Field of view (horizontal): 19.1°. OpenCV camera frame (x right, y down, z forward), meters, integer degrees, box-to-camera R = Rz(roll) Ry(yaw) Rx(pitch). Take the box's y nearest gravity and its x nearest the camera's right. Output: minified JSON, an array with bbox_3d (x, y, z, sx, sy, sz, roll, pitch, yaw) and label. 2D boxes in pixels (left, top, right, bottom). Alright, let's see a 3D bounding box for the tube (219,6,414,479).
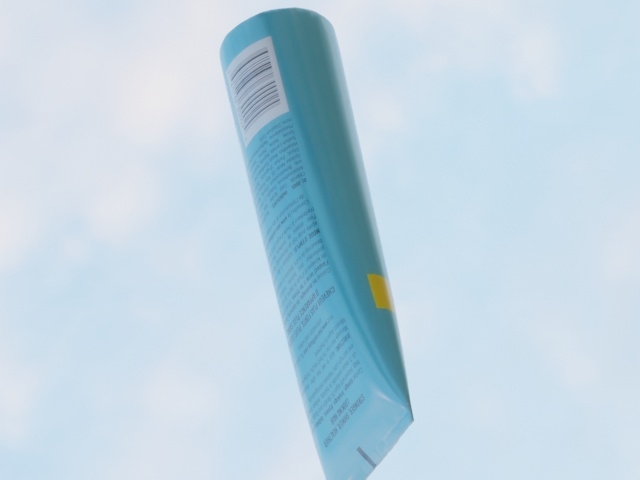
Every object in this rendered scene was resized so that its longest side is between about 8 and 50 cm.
[{"bbox_3d":[0.000,0.000,0.781,0.052,0.080,0.207,-1,-121,-18],"label":"tube"}]
